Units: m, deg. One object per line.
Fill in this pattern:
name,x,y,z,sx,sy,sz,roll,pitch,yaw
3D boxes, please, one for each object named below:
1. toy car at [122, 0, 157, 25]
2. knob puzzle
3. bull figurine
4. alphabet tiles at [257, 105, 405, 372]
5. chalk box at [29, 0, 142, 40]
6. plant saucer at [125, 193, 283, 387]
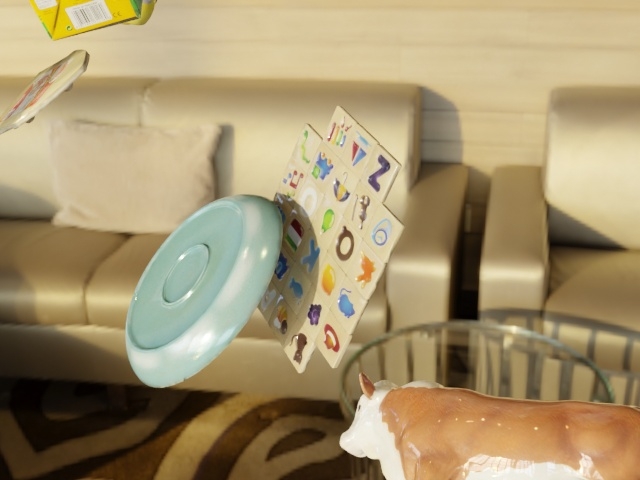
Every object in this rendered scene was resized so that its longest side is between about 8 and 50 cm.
toy car,-0.243,-0.423,1.448,0.225,0.053,0.239,-8,-19,-12
knob puzzle,-0.427,-0.234,1.404,0.213,0.030,0.213,-29,30,19
bull figurine,0.149,0.206,0.792,0.310,0.101,0.188,-4,50,22
alphabet tiles,0.000,0.000,1.246,0.011,0.342,0.285,6,29,-35
chalk box,-0.319,-0.395,1.194,0.132,0.132,0.213,-13,48,6
plant saucer,-0.181,0.057,1.267,0.044,0.317,0.317,37,2,-31
